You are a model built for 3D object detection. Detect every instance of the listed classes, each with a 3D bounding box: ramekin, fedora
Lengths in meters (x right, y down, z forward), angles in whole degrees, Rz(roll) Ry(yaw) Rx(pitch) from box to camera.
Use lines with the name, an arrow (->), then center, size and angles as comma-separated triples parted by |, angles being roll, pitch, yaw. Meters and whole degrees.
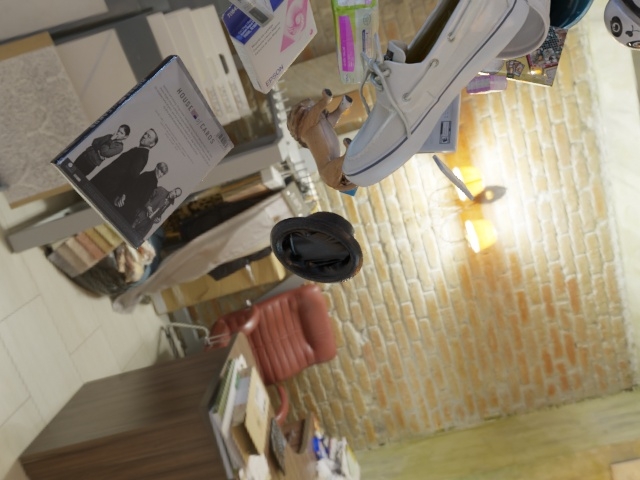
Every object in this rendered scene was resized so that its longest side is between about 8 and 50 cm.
ramekin -> 0.394, -0.501, 1.130 | 0.207, 0.207, 0.109 | 55, 51, -69
fedora -> 0.000, 0.000, 1.796 | 0.152, 0.334, 0.334 | -63, 143, -43

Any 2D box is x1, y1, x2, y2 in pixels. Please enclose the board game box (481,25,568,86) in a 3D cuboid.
board game box -> 0.585, -0.555, 1.530 | 0.042, 0.243, 0.165 | -117, -144, -71

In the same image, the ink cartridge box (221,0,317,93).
ink cartridge box -> -0.154, -0.719, 1.747 | 0.071, 0.324, 0.330 | 31, -14, 22

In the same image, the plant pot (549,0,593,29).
plant pot -> 0.703, -0.823, 1.795 | 0.334, 0.341, 0.341 | -62, 137, -86

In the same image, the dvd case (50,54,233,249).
dvd case -> -0.249, -0.130, 0.780 | 0.239, 0.029, 0.179 | -53, 139, -24

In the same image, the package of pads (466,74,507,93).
package of pads -> 0.318, -0.298, 0.997 | 0.083, 0.050, 0.032 | -19, 108, -47

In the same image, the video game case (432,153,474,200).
video game case -> 0.444, -0.213, 1.749 | 0.157, 0.019, 0.143 | 40, 20, -18

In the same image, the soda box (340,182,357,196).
soda box -> 0.132, -0.279, 1.975 | 0.071, 0.067, 0.210 | -108, -143, -60

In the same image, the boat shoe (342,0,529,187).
boat shoe -> 0.124, -0.249, 0.773 | 0.156, 0.367, 0.136 | 29, 27, -28

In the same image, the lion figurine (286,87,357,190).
lion figurine -> 0.021, -0.270, 1.505 | 0.142, 0.240, 0.392 | 1, 62, -37

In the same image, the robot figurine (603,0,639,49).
robot figurine -> 0.807, -0.584, 1.221 | 0.278, 0.173, 0.209 | -51, -134, 46

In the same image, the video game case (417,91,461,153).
video game case -> 0.209, -0.276, 1.110 | 0.022, 0.173, 0.191 | 22, 72, -63

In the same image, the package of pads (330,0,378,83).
package of pads -> 0.075, -0.555, 1.214 | 0.229, 0.101, 0.297 | 78, 8, -63

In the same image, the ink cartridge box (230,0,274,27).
ink cartridge box -> -0.225, -0.715, 1.410 | 0.189, 0.066, 0.232 | 21, 48, -52
